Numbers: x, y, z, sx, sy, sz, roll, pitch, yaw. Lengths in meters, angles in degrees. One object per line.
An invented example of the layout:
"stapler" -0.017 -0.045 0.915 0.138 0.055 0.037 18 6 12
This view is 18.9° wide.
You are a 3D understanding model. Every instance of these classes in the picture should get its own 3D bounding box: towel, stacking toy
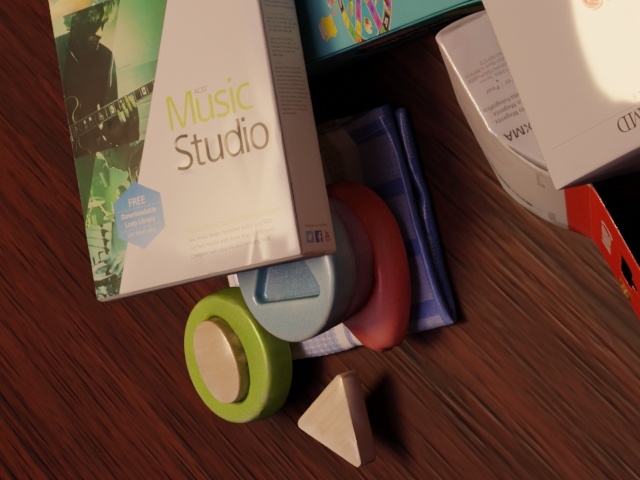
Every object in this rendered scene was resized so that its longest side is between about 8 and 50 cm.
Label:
"towel" 0.000 0.000 1.759 0.285 0.034 0.209 -15 89 49
"stacking toy" -0.073 0.061 1.733 0.309 0.130 0.279 19 114 44

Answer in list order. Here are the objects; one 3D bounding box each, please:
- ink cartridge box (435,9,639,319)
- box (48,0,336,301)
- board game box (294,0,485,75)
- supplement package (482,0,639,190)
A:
"ink cartridge box" 0.168 -0.044 1.453 0.189 0.066 0.232 53 -166 -75
"box" -0.117 -0.124 1.642 0.232 0.058 0.322 -13 83 35
"board game box" 0.038 -0.288 1.571 0.336 0.079 0.254 -13 90 59
"supplement package" 0.223 -0.209 1.338 0.177 0.175 0.293 -30 78 47
